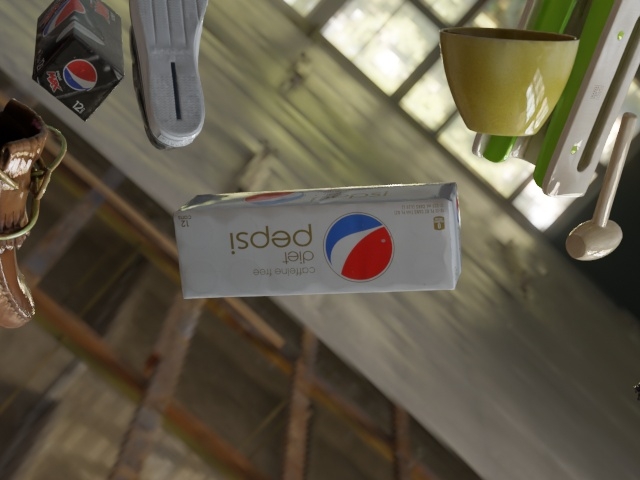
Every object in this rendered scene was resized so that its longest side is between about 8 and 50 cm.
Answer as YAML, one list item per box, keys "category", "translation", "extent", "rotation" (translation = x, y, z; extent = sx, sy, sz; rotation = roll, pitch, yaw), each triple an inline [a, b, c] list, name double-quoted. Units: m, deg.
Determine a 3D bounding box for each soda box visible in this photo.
- category: "soda box"
  translation: [-0.206, -0.167, 1.230]
  extent: [0.060, 0.053, 0.169]
  rotation: [40, -167, -24]
- category: "soda box"
  translation: [0.000, 0.000, 1.122]
  extent: [0.069, 0.216, 0.073]
  rotation: [-50, -43, -73]

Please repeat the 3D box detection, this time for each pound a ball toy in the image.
- category: "pound a ball toy"
  translation: [0.326, -0.160, 1.714]
  extent: [0.208, 0.319, 0.136]
  rotation: [33, -155, 35]

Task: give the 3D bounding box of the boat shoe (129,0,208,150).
- category: "boat shoe"
  translation: [-0.242, -0.295, 2.157]
  extent: [0.121, 0.335, 0.119]
  rotation: [5, 166, -26]

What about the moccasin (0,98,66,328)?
- category: "moccasin"
  translation: [-0.308, -0.090, 1.325]
  extent: [0.139, 0.147, 0.380]
  rotation: [-125, 25, -63]

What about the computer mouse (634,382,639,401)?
- category: "computer mouse"
  translation: [0.322, 0.158, 1.233]
  extent: [0.193, 0.106, 0.042]
  rotation: [73, 180, -55]

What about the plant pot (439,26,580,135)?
- category: "plant pot"
  translation: [0.178, -0.153, 1.393]
  extent: [0.134, 0.095, 0.134]
  rotation: [3, -167, -1]
